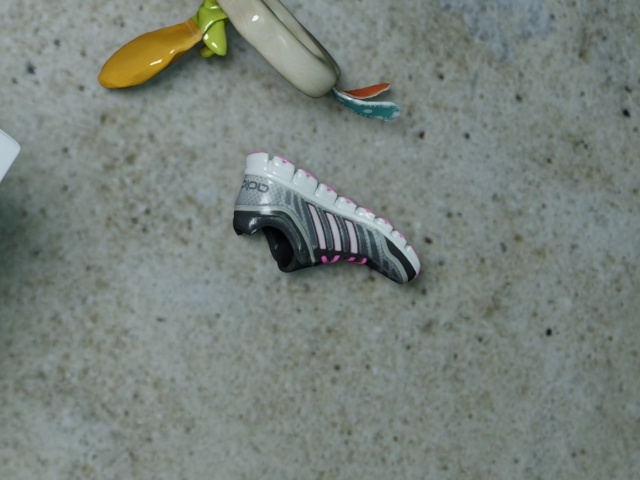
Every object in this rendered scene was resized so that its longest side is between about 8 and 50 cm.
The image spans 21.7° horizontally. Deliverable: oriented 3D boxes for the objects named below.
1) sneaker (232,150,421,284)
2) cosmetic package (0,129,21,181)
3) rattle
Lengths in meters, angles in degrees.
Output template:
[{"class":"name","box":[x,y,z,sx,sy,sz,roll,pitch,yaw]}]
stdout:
[{"class":"sneaker","box":[0.000,0.000,1.309,0.170,0.063,0.075,31,80,-23]},{"class":"cosmetic package","box":[-0.330,-0.007,1.033,0.138,0.224,0.224,37,78,-29]},{"class":"rattle","box":[-0.045,-0.115,1.270,0.143,0.130,0.199,-53,143,-2]}]
